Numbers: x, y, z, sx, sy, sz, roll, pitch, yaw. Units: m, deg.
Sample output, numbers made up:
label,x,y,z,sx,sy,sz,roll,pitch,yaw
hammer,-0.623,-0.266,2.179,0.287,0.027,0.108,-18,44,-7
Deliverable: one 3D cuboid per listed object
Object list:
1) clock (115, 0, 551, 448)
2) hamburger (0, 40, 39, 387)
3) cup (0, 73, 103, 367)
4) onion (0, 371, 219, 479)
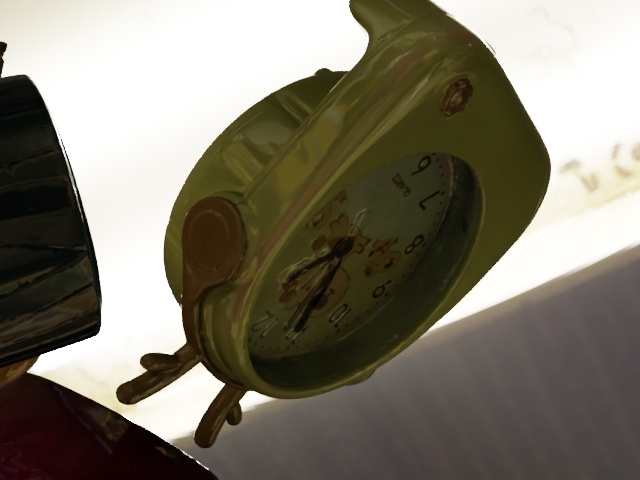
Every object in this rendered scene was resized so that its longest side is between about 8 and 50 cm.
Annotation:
label,x,y,z,sx,sy,sz,roll,pitch,yaw
clock,0.000,0.000,0.889,0.308,0.096,0.235,-45,-32,-1
hamburger,-0.285,0.001,0.761,0.261,0.303,0.186,-24,-53,-25
cup,-0.160,-0.006,0.512,0.138,0.113,0.150,-17,-33,-16
onion,-0.238,0.324,0.966,0.398,0.420,0.398,21,-36,17
